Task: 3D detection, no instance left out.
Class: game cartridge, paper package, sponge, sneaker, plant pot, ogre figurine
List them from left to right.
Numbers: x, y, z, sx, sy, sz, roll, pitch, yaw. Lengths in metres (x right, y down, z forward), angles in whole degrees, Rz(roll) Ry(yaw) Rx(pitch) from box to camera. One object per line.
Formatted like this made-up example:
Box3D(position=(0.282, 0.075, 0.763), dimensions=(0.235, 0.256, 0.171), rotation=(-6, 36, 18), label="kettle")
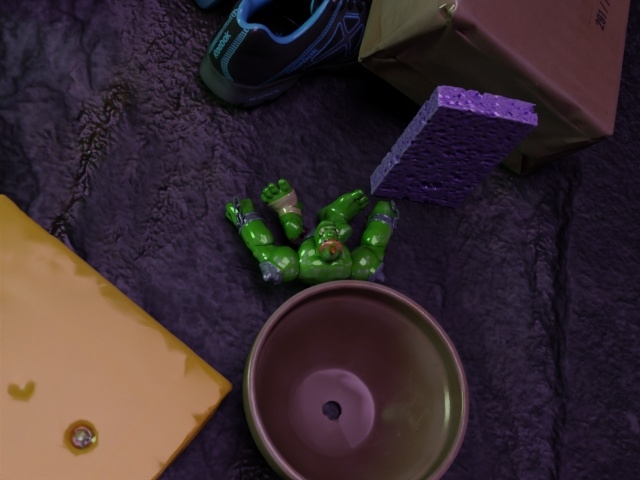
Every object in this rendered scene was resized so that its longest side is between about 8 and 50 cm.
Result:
Box3D(position=(-0.297, 0.151, 0.993), dimensions=(0.324, 0.052, 0.285), rotation=(39, 62, 3), label="game cartridge")
Box3D(position=(0.000, 0.000, 1.132), dimensions=(0.197, 0.097, 0.118), rotation=(14, 45, -29), label="ogre figurine")
Box3D(position=(0.014, -0.276, 1.223), dimensions=(0.341, 0.139, 0.125), rotation=(-34, 79, -29), label="sneaker")
Box3D(position=(0.028, 0.170, 1.054), dimensions=(0.237, 0.110, 0.237), rotation=(7, 65, -15), label="plant pot")
Box3D(position=(0.148, -0.103, 1.154), dimensions=(0.117, 0.210, 0.031), rotation=(9, 63, -16), label="sponge")
Box3D(position=(0.230, -0.297, 1.241), dimensions=(0.309, 0.168, 0.325), rotation=(30, 59, -31), label="paper package")

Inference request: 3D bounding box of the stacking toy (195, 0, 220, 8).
Box3D(position=(-0.022, -0.394, 1.274), dimensions=(0.302, 0.166, 0.175), rotation=(-6, 78, -36), label="stacking toy")
